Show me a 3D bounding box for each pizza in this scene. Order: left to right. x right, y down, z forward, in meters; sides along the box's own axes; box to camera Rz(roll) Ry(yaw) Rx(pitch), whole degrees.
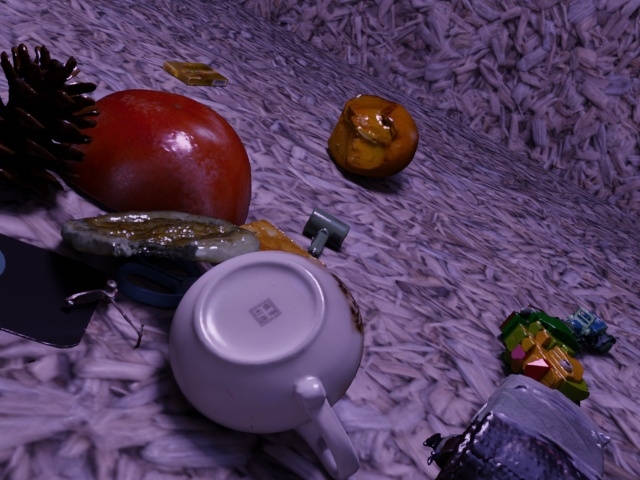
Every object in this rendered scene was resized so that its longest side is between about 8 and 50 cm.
[{"bbox_3d":[-0.076,0.020,1.150,0.175,0.046,0.134,22,23,-13],"label":"pizza"}]

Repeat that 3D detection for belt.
[{"bbox_3d":[0.176,0.236,0.771,0.164,0.184,0.289,29,16,19],"label":"belt"}]

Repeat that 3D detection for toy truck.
[{"bbox_3d":[0.481,0.157,1.434,0.154,0.078,0.080,6,31,-43],"label":"toy truck"}]

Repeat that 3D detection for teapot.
[{"bbox_3d":[-0.051,0.117,0.828,0.204,0.139,0.298,-22,53,-15],"label":"teapot"}]

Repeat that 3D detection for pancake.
[{"bbox_3d":[-0.195,-0.007,0.976,0.253,0.037,0.253,5,10,-1],"label":"pancake"}]

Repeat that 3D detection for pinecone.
[{"bbox_3d":[-0.384,-0.163,1.023,0.208,0.208,0.208,23,22,-10],"label":"pinecone"}]

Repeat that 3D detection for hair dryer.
[{"bbox_3d":[0.000,0.000,1.295,0.071,0.047,0.150,28,28,0],"label":"hair dryer"}]

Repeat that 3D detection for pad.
[{"bbox_3d":[-0.373,0.029,0.850,0.267,0.004,0.181,22,22,-12],"label":"pad"}]

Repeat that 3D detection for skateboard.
[{"bbox_3d":[-0.231,0.082,0.857,0.083,0.032,0.064,40,32,28],"label":"skateboard"}]

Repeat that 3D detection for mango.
[{"bbox_3d":[0.119,-0.242,1.816,0.199,0.201,0.350,62,10,-10],"label":"mango"}]

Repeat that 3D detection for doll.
[{"bbox_3d":[0.341,0.179,1.186,0.134,0.106,0.186,35,20,-11],"label":"doll"}]

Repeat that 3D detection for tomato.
[{"bbox_3d":[-0.235,-0.144,1.220,0.338,0.144,0.338,22,20,-8],"label":"tomato"}]

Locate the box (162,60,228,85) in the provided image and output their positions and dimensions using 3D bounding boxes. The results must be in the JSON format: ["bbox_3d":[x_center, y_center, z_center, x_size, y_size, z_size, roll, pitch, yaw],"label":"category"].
[{"bbox_3d":[-0.296,-0.398,1.878,0.089,0.022,0.156,35,23,21],"label":"box"}]

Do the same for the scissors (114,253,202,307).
[{"bbox_3d":[-0.125,0.079,0.981,0.256,0.030,0.125,25,23,2],"label":"scissors"}]

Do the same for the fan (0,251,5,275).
[{"bbox_3d":[-0.410,-0.003,0.864,0.113,0.005,0.175,8,30,-38],"label":"fan"}]
